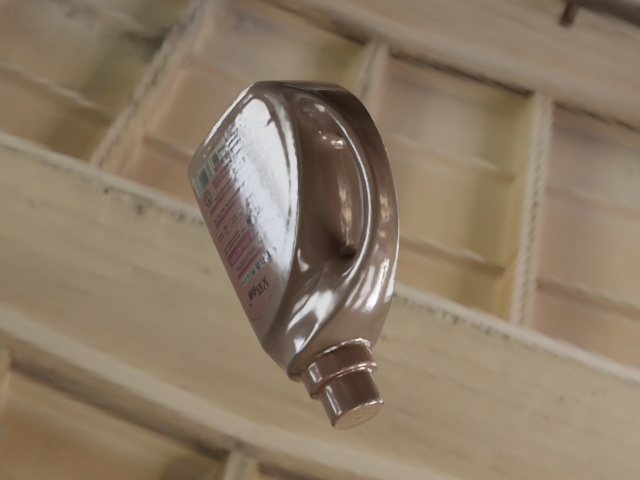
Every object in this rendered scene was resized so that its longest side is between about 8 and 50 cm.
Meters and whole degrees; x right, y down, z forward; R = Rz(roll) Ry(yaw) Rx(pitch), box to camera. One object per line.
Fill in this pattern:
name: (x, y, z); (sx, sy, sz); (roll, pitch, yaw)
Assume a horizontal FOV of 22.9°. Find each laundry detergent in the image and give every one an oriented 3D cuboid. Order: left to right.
laundry detergent: (0.000, 0.000, 1.103); (0.076, 0.171, 0.237); (-3, -122, -38)
